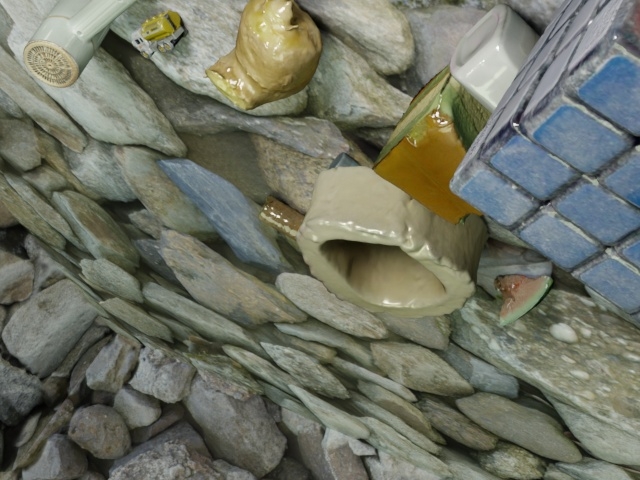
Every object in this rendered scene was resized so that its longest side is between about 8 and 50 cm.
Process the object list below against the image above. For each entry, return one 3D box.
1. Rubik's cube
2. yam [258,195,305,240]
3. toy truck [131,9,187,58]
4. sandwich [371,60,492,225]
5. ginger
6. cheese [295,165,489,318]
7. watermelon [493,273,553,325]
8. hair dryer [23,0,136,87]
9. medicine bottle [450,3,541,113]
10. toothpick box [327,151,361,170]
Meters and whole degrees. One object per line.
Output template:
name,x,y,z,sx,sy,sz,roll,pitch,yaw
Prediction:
Rubik's cube,0.389,-0.140,0.872,0.344,0.344,0.337,34,155,-1
yam,0.000,0.000,1.914,0.300,0.066,0.066,31,155,1
toy truck,-0.292,-0.374,1.580,0.123,0.052,0.063,-1,135,49
sandwich,0.223,-0.143,1.285,0.198,0.155,0.227,33,155,-6
ginger,-0.080,-0.291,1.385,0.138,0.152,0.267,56,138,11
cheese,0.128,0.000,1.586,0.292,0.153,0.332,-11,143,40
watermelon,0.381,0.110,1.662,0.155,0.101,0.080,-17,115,47
hair dryer,-0.371,-0.412,1.536,0.357,0.173,0.107,-22,128,38
medicine bottle,0.305,-0.164,1.138,0.296,0.161,0.111,38,123,-15
toothpick box,0.059,-0.120,1.635,0.083,0.052,0.052,39,155,-15
